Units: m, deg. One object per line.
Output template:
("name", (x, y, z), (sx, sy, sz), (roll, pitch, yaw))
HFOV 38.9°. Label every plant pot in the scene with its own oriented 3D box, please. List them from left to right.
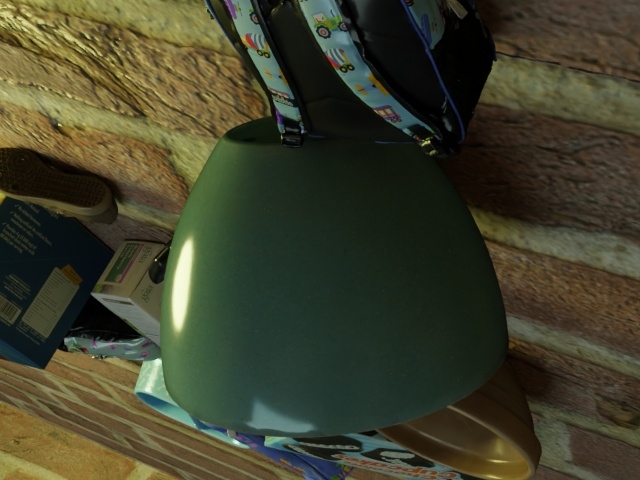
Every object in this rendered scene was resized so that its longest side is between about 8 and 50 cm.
("plant pot", (0.000, 0.000, 0.740), (0.290, 0.290, 0.195), (7, 113, 37))
("plant pot", (0.160, 0.189, 1.091), (0.237, 0.110, 0.237), (22, 154, 11))

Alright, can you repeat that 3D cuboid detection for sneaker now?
("sneaker", (-0.347, -0.060, 1.161), (0.188, 0.066, 0.071), (20, 156, 16))

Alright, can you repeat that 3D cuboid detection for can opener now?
("can opener", (-0.158, 0.005, 1.115), (0.059, 0.073, 0.186), (37, 146, -4))

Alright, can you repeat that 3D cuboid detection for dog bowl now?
("dog bowl", (-0.238, 0.326, 1.803), (0.297, 0.074, 0.166), (21, 155, 15))

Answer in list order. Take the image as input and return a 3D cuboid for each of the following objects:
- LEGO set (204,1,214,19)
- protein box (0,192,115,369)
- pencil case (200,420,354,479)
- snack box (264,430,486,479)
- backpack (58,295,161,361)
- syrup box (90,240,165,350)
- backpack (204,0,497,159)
("LEGO set", (-0.059, -0.183, 0.692), (0.083, 0.023, 0.054), (31, 157, 23))
("protein box", (-0.446, 0.042, 1.296), (0.136, 0.201, 0.200), (3, 146, 42))
("pencil case", (-0.072, 0.324, 1.566), (0.306, 0.133, 0.119), (37, 121, -22))
("snack box", (0.104, 0.285, 1.281), (0.322, 0.060, 0.187), (17, 154, -19))
("backpack", (-0.314, 0.117, 1.408), (0.182, 0.152, 0.115), (6, 156, 14))
("syrup box", (-0.207, 0.105, 1.311), (0.096, 0.093, 0.237), (3, 146, 43))
("backpack", (0.016, -0.145, 0.568), (0.158, 0.117, 0.173), (8, 150, 36))
